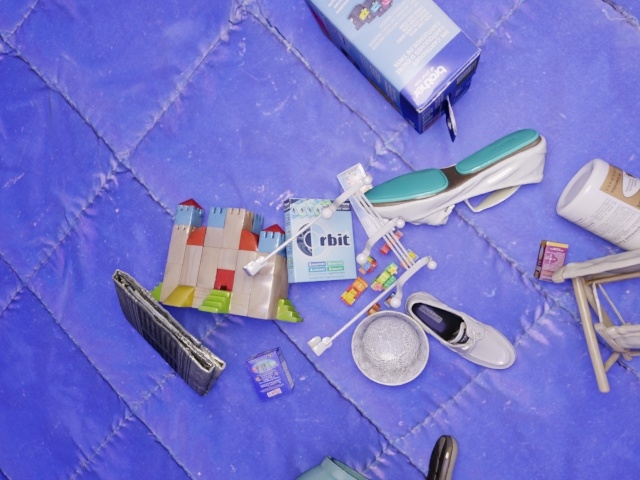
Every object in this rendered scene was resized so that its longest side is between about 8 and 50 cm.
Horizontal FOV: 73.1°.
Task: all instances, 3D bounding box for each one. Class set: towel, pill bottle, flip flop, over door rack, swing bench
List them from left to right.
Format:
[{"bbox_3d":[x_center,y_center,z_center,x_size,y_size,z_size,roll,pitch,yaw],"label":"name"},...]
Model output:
[{"bbox_3d":[-0.360,0.229,1.030,0.312,0.324,0.056,43,59,7],"label":"towel"},{"bbox_3d":[0.041,0.057,0.862,0.324,0.108,0.239,-37,97,2],"label":"over door rack"},{"bbox_3d":[0.279,0.585,0.990,0.080,0.112,0.277,15,92,-3],"label":"flip flop"},{"bbox_3d":[0.609,-0.053,0.851,0.229,0.131,0.131,31,100,9],"label":"pill bottle"},{"bbox_3d":[0.621,0.125,0.789,0.253,0.165,0.254,-24,86,52],"label":"swing bench"}]

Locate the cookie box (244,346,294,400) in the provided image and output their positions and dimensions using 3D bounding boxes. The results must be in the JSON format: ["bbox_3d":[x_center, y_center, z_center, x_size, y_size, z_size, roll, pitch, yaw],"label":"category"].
[{"bbox_3d":[-0.127,0.336,1.086,0.092,0.040,0.107,-22,89,13],"label":"cookie box"}]

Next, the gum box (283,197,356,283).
[{"bbox_3d":[0.000,0.000,0.976,0.157,0.041,0.184,0,82,-27],"label":"gum box"}]

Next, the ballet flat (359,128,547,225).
[{"bbox_3d":[0.288,-0.104,0.929,0.400,0.139,0.139,-21,89,12],"label":"ballet flat"}]

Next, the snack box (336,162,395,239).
[{"bbox_3d":[0.107,-0.089,1.015,0.064,0.022,0.178,-28,88,12],"label":"snack box"}]

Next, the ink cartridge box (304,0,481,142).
[{"bbox_3d":[0.160,-0.372,0.858,0.151,0.270,0.395,-45,84,13],"label":"ink cartridge box"}]

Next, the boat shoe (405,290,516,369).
[{"bbox_3d":[0.310,0.203,0.956,0.267,0.088,0.096,36,100,8],"label":"boat shoe"}]

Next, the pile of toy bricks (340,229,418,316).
[{"bbox_3d":[0.138,0.086,0.977,0.118,0.105,0.212,41,102,7],"label":"pile of toy bricks"}]

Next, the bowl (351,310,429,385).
[{"bbox_3d":[0.161,0.237,0.996,0.170,0.080,0.170,1,93,12],"label":"bowl"}]

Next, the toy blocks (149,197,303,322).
[{"bbox_3d":[-0.216,0.038,1.032,0.381,0.191,0.260,5,82,20],"label":"toy blocks"}]

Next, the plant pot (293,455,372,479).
[{"bbox_3d":[0.041,0.619,0.967,0.293,0.293,0.196,29,73,9],"label":"plant pot"}]

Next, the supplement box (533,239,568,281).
[{"bbox_3d":[0.491,0.044,0.923,0.043,0.055,0.083,10,95,13],"label":"supplement box"}]
